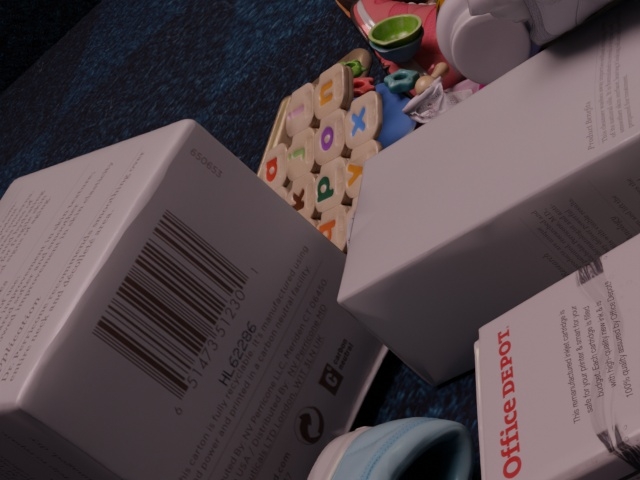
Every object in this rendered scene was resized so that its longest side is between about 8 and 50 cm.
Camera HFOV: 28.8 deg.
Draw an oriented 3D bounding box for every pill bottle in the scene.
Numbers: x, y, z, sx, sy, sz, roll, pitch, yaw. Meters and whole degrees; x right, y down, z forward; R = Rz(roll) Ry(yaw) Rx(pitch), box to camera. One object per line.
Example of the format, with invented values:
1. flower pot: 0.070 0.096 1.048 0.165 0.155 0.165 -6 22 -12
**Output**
1. pill bottle: 0.186 -0.254 1.375 0.117 0.117 0.215 -37 22 25

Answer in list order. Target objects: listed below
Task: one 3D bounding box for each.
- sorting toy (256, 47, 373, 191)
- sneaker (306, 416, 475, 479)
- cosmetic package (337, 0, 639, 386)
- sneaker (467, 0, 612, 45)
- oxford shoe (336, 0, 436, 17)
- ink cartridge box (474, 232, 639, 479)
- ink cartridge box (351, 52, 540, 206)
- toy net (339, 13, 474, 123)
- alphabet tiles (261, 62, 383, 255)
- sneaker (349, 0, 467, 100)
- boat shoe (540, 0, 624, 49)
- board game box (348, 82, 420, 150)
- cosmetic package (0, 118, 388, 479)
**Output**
1. sorting toy: -0.025 -0.097 1.705 0.229 0.041 0.307 -22 47 59
2. sneaker: 0.036 0.282 0.977 0.150 0.135 0.365 -30 32 41
3. cosmetic package: 0.210 -0.048 1.144 0.385 0.156 0.217 -31 30 36
4. sneaker: 0.269 -0.300 1.154 0.210 0.137 0.366 -26 9 38
5. oxford shoe: 0.087 -0.408 1.872 0.130 0.133 0.364 -52 25 -5
6. ink cartridge box: 0.255 0.097 0.906 0.273 0.115 0.198 -35 28 27
7. ink cartridge box: 0.160 -0.104 1.415 0.371 0.069 0.175 -20 37 42
8. toy net: 0.095 -0.190 1.442 0.122 0.045 0.232 -22 34 -7
9. alphabet tiles: 0.001 -0.055 1.450 0.278 0.021 0.284 -25 63 57
10. sneaker: 0.140 -0.262 1.643 0.136 0.116 0.314 -34 34 7
11. boat shoe: 0.305 -0.290 1.422 0.224 0.073 0.080 -21 34 43
12. board game box: 0.061 -0.115 1.477 0.133 0.033 0.169 -48 33 1
13. cosmetic package: -0.196 0.123 1.300 0.394 0.327 0.329 -9 46 52
